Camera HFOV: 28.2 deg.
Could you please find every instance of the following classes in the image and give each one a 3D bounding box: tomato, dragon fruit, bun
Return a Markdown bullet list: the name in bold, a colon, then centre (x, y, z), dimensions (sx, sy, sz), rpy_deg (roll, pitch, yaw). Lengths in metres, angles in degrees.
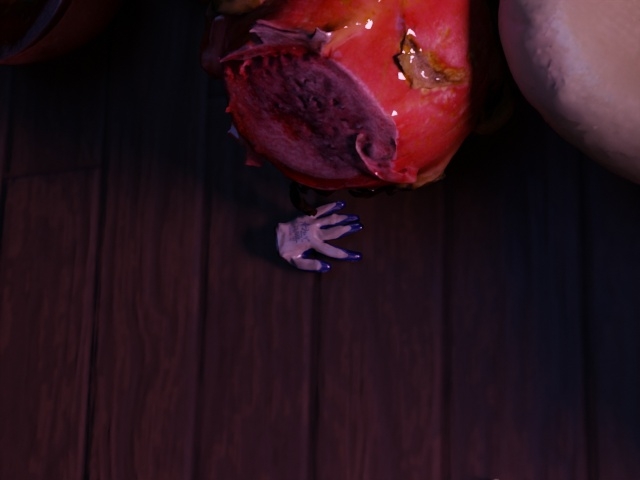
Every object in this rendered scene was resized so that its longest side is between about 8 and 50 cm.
- **tomato**: centre (-0.274, -0.262, 1.304), dimensions (0.199, 0.112, 0.228), rpy_deg (-26, 55, 31)
- **dragon fruit**: centre (0.053, -0.181, 1.069), dimensions (0.250, 0.269, 0.291), rpy_deg (-7, 36, 37)
- **bun**: centre (0.271, -0.160, 0.998), dimensions (0.293, 0.187, 0.293), rpy_deg (1, 73, -4)

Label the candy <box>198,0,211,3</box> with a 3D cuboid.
- **candy**: centre (-0.083, -0.357, 1.249), dimensions (0.260, 0.118, 0.260), rpy_deg (-9, 67, 22)

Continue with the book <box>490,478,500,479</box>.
- **book**: centre (0.107, 0.250, 1.050), dimensions (0.111, 0.014, 0.077), rpy_deg (-22, 68, 17)

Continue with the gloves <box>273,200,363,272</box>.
- **gloves**: centre (0.000, 0.000, 1.161), dimensions (0.086, 0.026, 0.064), rpy_deg (-18, 70, 12)
